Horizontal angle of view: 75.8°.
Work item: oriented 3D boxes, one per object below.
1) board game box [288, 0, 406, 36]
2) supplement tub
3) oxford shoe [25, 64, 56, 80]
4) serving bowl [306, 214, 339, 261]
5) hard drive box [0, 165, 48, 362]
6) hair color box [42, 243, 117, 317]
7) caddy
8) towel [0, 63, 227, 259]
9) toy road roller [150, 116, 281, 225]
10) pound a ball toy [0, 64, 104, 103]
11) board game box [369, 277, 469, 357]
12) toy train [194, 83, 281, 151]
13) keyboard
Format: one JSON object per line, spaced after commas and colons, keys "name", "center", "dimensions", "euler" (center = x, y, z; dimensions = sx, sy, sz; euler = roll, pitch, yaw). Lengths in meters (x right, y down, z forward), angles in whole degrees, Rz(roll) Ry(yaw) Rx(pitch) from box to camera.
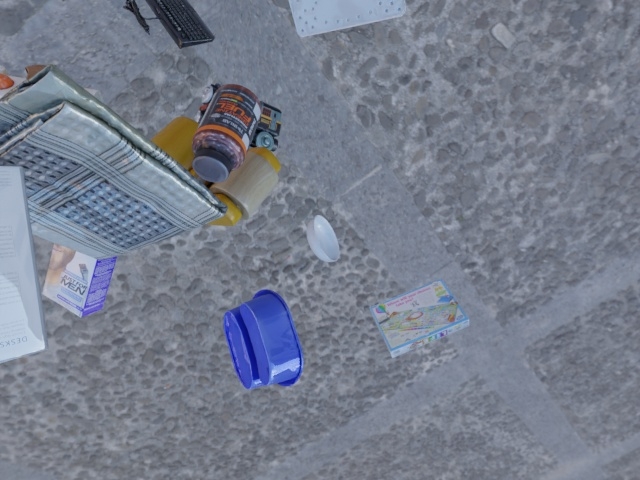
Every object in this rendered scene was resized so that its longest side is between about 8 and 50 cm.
{"name": "board game box", "center": [0.057, -0.889, 1.301], "dimensions": [0.391, 0.050, 0.389], "euler": [1, 129, 25]}
{"name": "supplement tub", "center": [-0.188, -0.210, 0.816], "dimensions": [0.106, 0.197, 0.106], "euler": [7, 147, 5]}
{"name": "oxford shoe", "center": [-0.629, -0.309, 0.929], "dimensions": [0.076, 0.212, 0.076], "euler": [-6, 153, -31]}
{"name": "serving bowl", "center": [0.000, 0.000, 0.693], "dimensions": [0.027, 0.083, 0.083], "euler": [-22, 127, 23]}
{"name": "hard drive box", "center": [-0.437, 0.034, 0.465], "dimensions": [0.181, 0.089, 0.231], "euler": [-9, 96, -49]}
{"name": "hair color box", "center": [-0.826, 0.072, 1.431], "dimensions": [0.185, 0.110, 0.338], "euler": [26, 104, 12]}
{"name": "caddy", "center": [-0.183, 0.339, 1.404], "dimensions": [0.179, 0.340, 0.241], "euler": [-8, 165, -45]}
{"name": "towel", "center": [-0.356, -0.072, 0.610], "dimensions": [0.313, 0.056, 0.324], "euler": [-15, 146, 23]}
{"name": "toy road roller", "center": [-0.291, -0.185, 1.042], "dimensions": [0.202, 0.330, 0.240], "euler": [-56, 130, -24]}
{"name": "pound a ball toy", "center": [-0.749, -0.385, 1.087], "dimensions": [0.320, 0.208, 0.135], "euler": [8, 139, -8]}
{"name": "board game box", "center": [0.184, 0.144, 0.777], "dimensions": [0.154, 0.103, 0.026], "euler": [-22, 136, -1]}
{"name": "toy train", "center": [-0.293, -0.440, 1.514], "dimensions": [0.334, 0.142, 0.190], "euler": [12, 87, -38]}
{"name": "keyboard", "center": [-0.486, -0.706, 1.284], "dimensions": [0.202, 0.317, 0.033], "euler": [-26, 157, -24]}
